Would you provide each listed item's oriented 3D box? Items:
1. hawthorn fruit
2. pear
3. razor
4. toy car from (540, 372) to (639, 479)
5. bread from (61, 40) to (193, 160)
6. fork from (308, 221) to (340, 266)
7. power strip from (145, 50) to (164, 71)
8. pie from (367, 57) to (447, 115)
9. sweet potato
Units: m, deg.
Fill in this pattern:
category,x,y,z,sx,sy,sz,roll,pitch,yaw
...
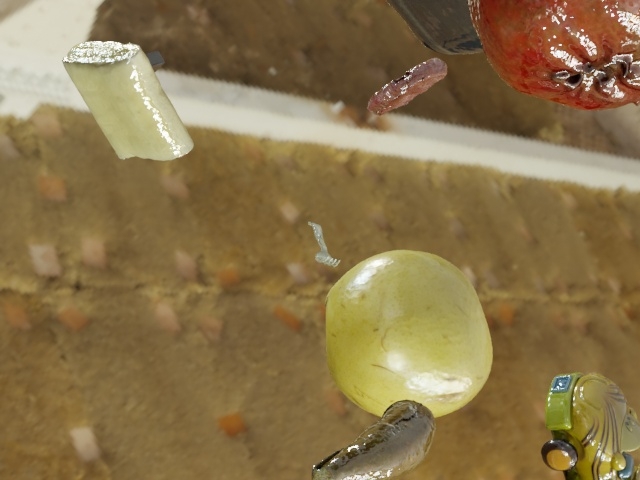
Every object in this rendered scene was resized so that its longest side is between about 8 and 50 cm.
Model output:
category,x,y,z,sx,sy,sz,roll,pitch,yaw
hawthorn fruit,0.289,-0.302,1.404,0.265,0.265,0.307,23,-118,-37
pear,0.166,0.186,2.532,0.348,0.348,0.348,32,-143,-28
razor,0.220,-0.362,1.826,0.204,0.349,0.113,45,-109,-19
toy car,0.458,0.334,2.125,0.200,0.142,0.248,-57,-47,-53
bread,-0.265,-0.190,1.787,0.060,0.139,0.178,-55,-45,-32
fork,-0.002,0.006,2.303,0.034,0.028,0.219,11,-164,-15
power strip,-0.325,-0.305,2.293,0.111,0.038,0.029,-28,-96,-48
pie,0.149,-0.262,2.219,0.036,0.154,0.154,58,-147,4
sweet potato,0.085,0.286,1.768,0.286,0.112,0.085,-28,-84,-55
